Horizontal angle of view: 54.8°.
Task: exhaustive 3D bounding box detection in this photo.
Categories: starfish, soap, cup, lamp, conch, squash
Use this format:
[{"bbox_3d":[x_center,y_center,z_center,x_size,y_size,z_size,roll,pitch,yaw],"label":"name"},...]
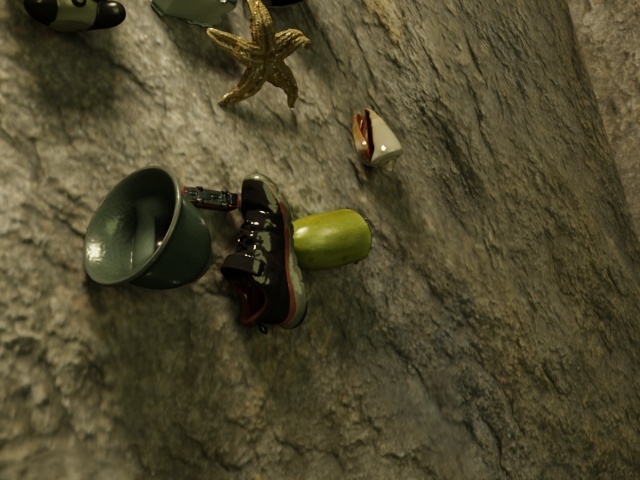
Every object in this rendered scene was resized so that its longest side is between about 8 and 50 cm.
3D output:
[{"bbox_3d":[-0.119,-0.358,1.206,0.235,0.062,0.277,-36,132,-18],"label":"starfish"},{"bbox_3d":[-0.254,-0.550,1.173,0.150,0.094,0.262,-2,80,-36],"label":"soap"},{"bbox_3d":[-0.245,0.004,0.970,0.150,0.199,0.199,38,54,-48],"label":"cup"},{"bbox_3d":[-0.400,-0.456,0.960,0.197,0.197,0.244,-8,92,-42],"label":"lamp"},{"bbox_3d":[0.124,-0.231,1.401,0.104,0.094,0.176,-16,82,-3],"label":"conch"},{"bbox_3d":[0.000,0.000,1.207,0.186,0.123,0.123,-10,84,-43],"label":"squash"}]

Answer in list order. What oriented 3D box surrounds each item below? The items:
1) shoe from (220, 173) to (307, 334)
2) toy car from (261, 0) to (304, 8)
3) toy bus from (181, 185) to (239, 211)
[{"bbox_3d":[-0.117,0.029,1.098,0.137,0.114,0.291,-15,97,-40],"label":"shoe"},{"bbox_3d":[-0.084,-0.611,1.279,0.158,0.172,0.235,-72,152,-62],"label":"toy car"},{"bbox_3d":[-0.201,-0.073,1.103,0.110,0.043,0.031,7,69,-38],"label":"toy bus"}]
